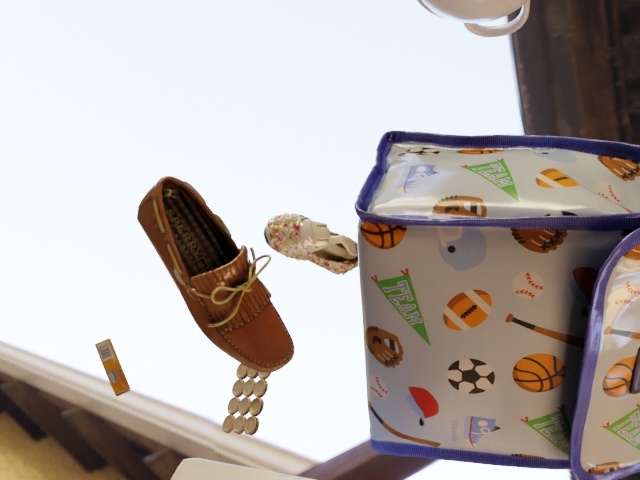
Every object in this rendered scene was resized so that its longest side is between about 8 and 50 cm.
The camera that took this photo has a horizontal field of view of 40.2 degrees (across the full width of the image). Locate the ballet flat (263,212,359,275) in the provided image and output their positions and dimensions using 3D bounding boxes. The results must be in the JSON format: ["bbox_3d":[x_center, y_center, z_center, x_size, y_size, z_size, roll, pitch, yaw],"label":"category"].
[{"bbox_3d":[0.000,0.000,1.523,0.077,0.241,0.091,-15,-110,32],"label":"ballet flat"}]

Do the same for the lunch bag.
[{"bbox_3d":[0.242,0.071,0.926,0.385,0.239,0.328,4,-57,12],"label":"lunch bag"}]

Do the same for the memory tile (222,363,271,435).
[{"bbox_3d":[-0.143,0.308,1.719,0.113,0.012,0.148,-12,-123,48],"label":"memory tile"}]

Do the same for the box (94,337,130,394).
[{"bbox_3d":[-0.316,0.196,1.336,0.081,0.028,0.136,66,-17,6],"label":"box"}]

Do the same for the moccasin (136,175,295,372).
[{"bbox_3d":[-0.167,0.056,1.488,0.380,0.139,0.147,60,-27,4],"label":"moccasin"}]

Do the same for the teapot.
[{"bbox_3d":[0.214,-0.441,1.382,0.187,0.252,0.256,-25,-90,46],"label":"teapot"}]

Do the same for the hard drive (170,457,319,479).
[{"bbox_3d":[-0.005,0.393,0.998,0.233,0.047,0.353,0,-52,32],"label":"hard drive"}]
